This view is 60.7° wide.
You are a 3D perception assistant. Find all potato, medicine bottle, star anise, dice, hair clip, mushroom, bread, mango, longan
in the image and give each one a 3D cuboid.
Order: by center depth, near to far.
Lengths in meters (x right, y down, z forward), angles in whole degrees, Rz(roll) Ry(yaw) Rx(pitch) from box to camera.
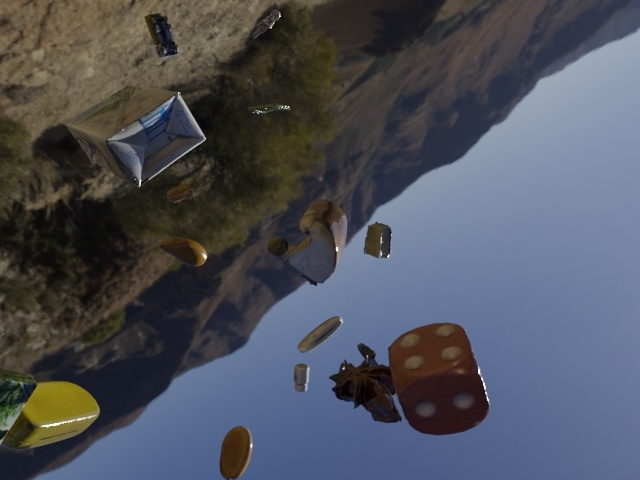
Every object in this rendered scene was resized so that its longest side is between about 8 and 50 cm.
[{"bbox_3d":[0.248,0.293,1.160,0.180,0.174,0.174,-14,-155,8],"label":"dice"},{"bbox_3d":[0.129,0.421,1.602,0.238,0.148,0.346,-12,-172,-23],"label":"star anise"},{"bbox_3d":[-0.152,0.020,1.905,0.075,0.075,0.083,-36,-150,-18],"label":"longan"},{"bbox_3d":[-0.067,0.481,1.915,0.052,0.089,0.052,3,-171,0],"label":"medicine bottle"},{"bbox_3d":[-0.298,0.754,1.931,0.114,0.077,0.189,-1,-126,12],"label":"bread"},{"bbox_3d":[0.204,0.000,1.950,0.086,0.122,0.061,17,-159,39],"label":"potato"},{"bbox_3d":[-0.202,-0.771,1.954,0.072,0.034,0.226,-53,-157,-7],"label":"hair clip"},{"bbox_3d":[-0.504,-0.169,1.956,0.044,0.052,0.157,-21,-173,-39],"label":"bread"},{"bbox_3d":[-0.499,0.035,2.006,0.102,0.184,0.084,-25,-130,32],"label":"mango"},{"bbox_3d":[0.024,-0.038,2.097,0.313,0.224,0.397,-59,-178,-23],"label":"mushroom"}]

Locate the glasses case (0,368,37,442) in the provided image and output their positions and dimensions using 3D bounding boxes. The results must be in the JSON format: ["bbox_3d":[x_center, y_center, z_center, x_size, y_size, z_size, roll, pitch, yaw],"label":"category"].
[{"bbox_3d":[-0.804,0.448,1.320,0.062,0.095,0.272,27,-95,41],"label":"glasses case"}]

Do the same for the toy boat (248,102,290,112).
[{"bbox_3d":[-0.152,-0.389,1.608,0.115,0.016,0.063,2,-173,37],"label":"toy boat"}]

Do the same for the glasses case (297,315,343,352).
[{"bbox_3d":[-0.001,0.352,2.049,0.204,0.051,0.081,-36,-169,-26],"label":"glasses case"}]

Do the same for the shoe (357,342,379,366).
[{"bbox_3d":[0.226,0.505,2.371,0.053,0.159,0.062,-38,172,34],"label":"shoe"}]

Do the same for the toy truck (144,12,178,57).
[{"bbox_3d":[-0.447,-0.574,1.527,0.063,0.123,0.052,0,-157,47],"label":"toy truck"}]

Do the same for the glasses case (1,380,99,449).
[{"bbox_3d":[-0.844,0.529,1.657,0.141,0.173,0.371,-42,166,-1],"label":"glasses case"}]

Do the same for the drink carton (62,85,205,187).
[{"bbox_3d":[-0.432,-0.249,1.257,0.194,0.132,0.325,-41,-143,-22],"label":"drink carton"}]
